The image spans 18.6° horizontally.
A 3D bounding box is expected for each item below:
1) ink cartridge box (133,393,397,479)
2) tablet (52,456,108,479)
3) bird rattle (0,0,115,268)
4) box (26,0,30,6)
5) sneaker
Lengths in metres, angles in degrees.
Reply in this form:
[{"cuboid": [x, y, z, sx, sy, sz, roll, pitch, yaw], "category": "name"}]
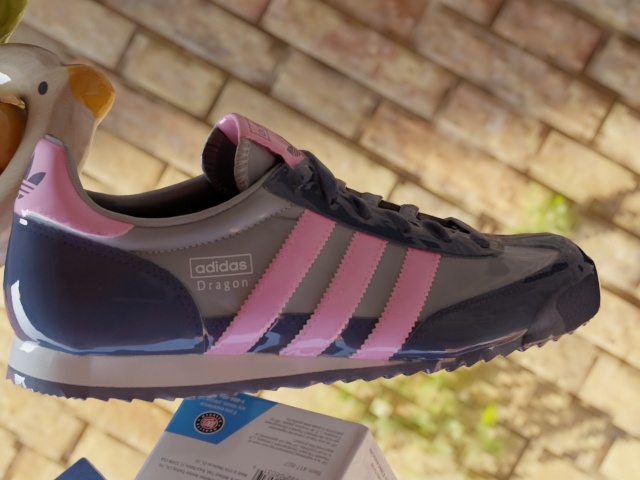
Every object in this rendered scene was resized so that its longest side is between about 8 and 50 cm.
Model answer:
[{"cuboid": [-0.061, 0.209, 1.302, 0.148, 0.203, 0.086, 13, 148, 32], "category": "ink cartridge box"}, {"cuboid": [-0.174, 0.200, 1.450, 0.083, 0.054, 0.006, 40, 162, 38], "category": "tablet"}, {"cuboid": [-0.225, -0.043, 1.120, 0.207, 0.253, 0.143, 10, 145, 45], "category": "bird rattle"}, {"cuboid": [-0.309, -0.179, 1.525, 0.097, 0.395, 0.318, 38, -137, -1], "category": "box"}, {"cuboid": [0.000, 0.000, 0.979, 0.319, 0.131, 0.112, -5, -169, -23], "category": "sneaker"}]
